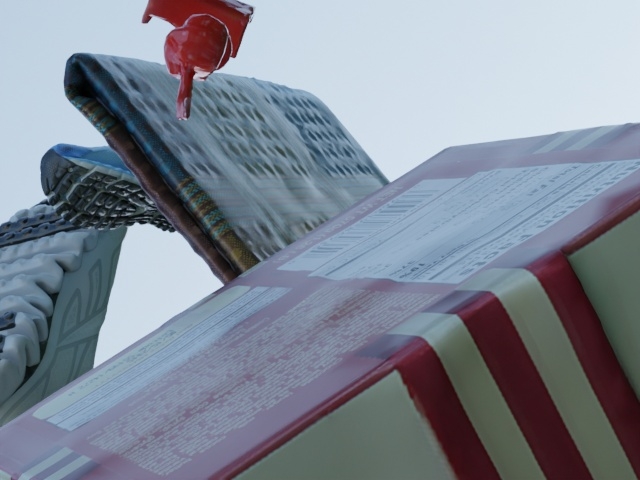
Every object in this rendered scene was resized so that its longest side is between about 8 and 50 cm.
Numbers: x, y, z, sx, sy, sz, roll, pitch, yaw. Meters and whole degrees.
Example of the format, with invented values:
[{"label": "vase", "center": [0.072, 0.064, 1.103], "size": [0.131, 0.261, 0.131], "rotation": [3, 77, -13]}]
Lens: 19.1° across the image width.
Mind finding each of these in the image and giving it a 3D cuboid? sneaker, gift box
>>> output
[{"label": "sneaker", "center": [-0.141, -0.050, 1.375], "size": [0.162, 0.063, 0.073], "rotation": [10, -126, -49]}, {"label": "gift box", "center": [0.064, 0.121, 0.621], "size": [0.255, 0.276, 0.258], "rotation": [-31, -81, -14]}, {"label": "sneaker", "center": [-0.213, 0.062, 1.466], "size": [0.118, 0.110, 0.292], "rotation": [63, -150, -28]}]

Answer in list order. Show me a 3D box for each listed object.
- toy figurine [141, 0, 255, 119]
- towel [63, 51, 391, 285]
[{"label": "toy figurine", "center": [-0.079, -0.247, 0.659], "size": [0.191, 0.217, 0.363], "rotation": [-72, 3, -63]}, {"label": "towel", "center": [0.000, 0.000, 1.170], "size": [0.040, 0.271, 0.370], "rotation": [-43, -12, 15]}]
